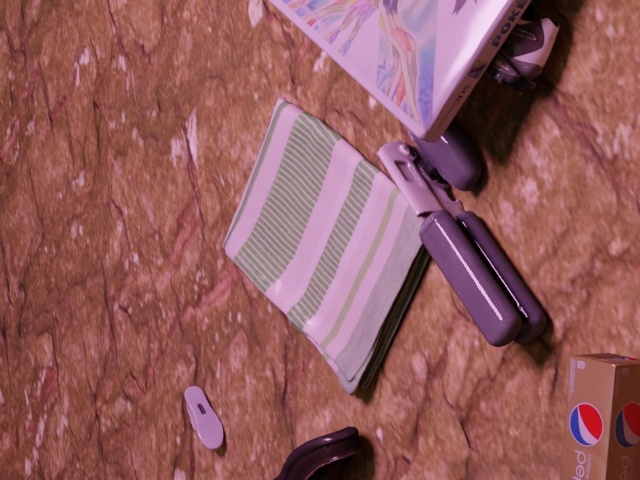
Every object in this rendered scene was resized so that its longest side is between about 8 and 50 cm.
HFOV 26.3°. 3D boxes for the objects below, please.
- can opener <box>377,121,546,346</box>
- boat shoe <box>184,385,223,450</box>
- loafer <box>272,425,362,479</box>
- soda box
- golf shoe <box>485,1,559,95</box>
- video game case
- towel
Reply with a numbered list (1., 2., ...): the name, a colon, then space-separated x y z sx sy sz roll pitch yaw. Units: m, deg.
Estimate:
1. can opener: 0.155 -0.020 1.455 0.095 0.076 0.283 -57 50 35
2. boat shoe: -0.161 0.249 1.885 0.100 0.035 0.035 59 159 29
3. loafer: -0.007 0.300 1.661 0.078 0.080 0.220 58 137 21
4. soda box: 0.272 0.202 1.314 0.058 0.061 0.181 8 96 51
5. golf shoe: 0.177 -0.241 1.444 0.198 0.077 0.094 48 114 33
6. video game case: 0.095 -0.316 1.450 0.329 0.036 0.300 46 113 34
7. towel: 0.000 0.000 1.680 0.325 0.038 0.248 46 123 42
